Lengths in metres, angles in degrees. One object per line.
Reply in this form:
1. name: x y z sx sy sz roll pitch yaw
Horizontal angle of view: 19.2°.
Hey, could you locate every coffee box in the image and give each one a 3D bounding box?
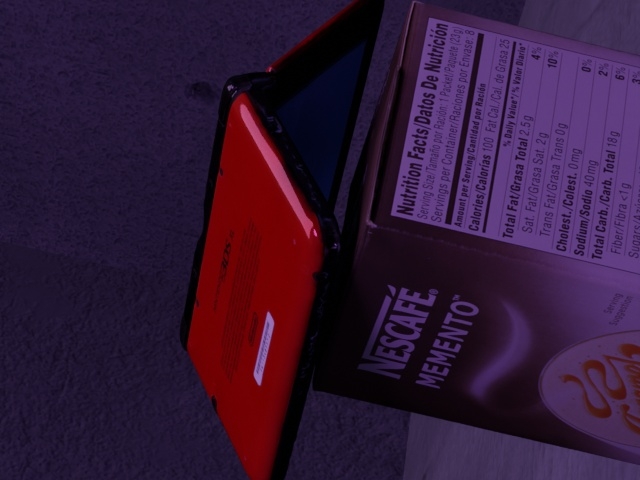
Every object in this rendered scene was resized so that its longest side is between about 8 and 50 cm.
1. coffee box: 0.132 0.015 0.692 0.141 0.246 0.098 106 177 -60

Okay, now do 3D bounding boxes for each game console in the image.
1. game console: 0.000 0.000 0.715 0.144 0.085 0.124 103 147 -45
